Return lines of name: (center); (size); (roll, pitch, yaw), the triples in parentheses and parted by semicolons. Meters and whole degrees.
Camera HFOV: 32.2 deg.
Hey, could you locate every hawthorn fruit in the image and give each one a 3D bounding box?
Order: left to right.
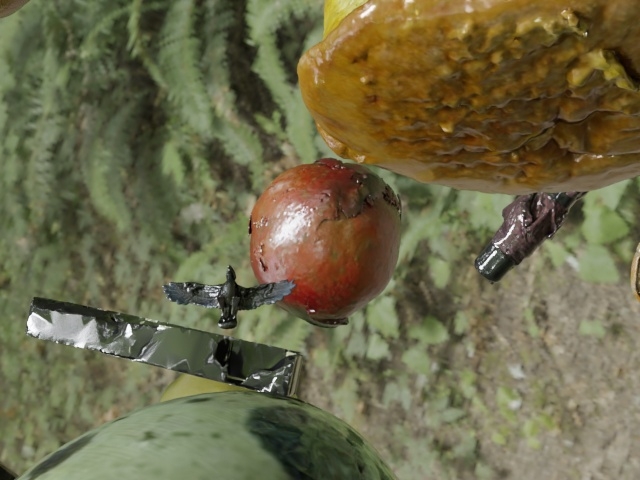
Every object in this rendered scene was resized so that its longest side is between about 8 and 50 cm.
hawthorn fruit: (0.011, 0.006, 2.021); (0.316, 0.315, 0.316); (-43, 36, 43)

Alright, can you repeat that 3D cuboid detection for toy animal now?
toy animal: (-0.148, 0.089, 1.797); (0.108, 0.220, 0.062); (-95, 2, -58)

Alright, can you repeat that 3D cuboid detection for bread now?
bread: (0.124, -0.116, 0.621); (0.268, 0.268, 0.146); (-33, 48, 52)

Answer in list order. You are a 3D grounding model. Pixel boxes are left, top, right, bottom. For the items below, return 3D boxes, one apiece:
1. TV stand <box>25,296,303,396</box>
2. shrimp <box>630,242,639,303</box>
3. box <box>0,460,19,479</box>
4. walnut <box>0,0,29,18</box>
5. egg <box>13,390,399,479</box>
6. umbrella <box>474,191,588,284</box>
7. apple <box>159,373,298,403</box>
TV stand: (-0.131, 0.086, 0.917); (0.249, 0.042, 0.036); (10, 88, 20)
shrimp: (0.547, 0.009, 1.443); (0.075, 0.289, 0.178); (-43, -60, -70)
box: (-0.377, 0.263, 1.192); (0.035, 0.083, 0.079); (25, 69, 37)
walnut: (-0.422, -0.376, 1.494); (0.207, 0.115, 0.116); (-39, 39, 45)
egg: (-0.082, 0.241, 0.642); (0.287, 0.287, 0.379); (-37, 9, 49)
umbrella: (0.363, -0.062, 1.762); (0.326, 0.090, 0.094); (-49, 9, 17)
apple: (-0.162, 0.326, 1.942); (0.262, 0.262, 0.262); (-43, 36, 43)
